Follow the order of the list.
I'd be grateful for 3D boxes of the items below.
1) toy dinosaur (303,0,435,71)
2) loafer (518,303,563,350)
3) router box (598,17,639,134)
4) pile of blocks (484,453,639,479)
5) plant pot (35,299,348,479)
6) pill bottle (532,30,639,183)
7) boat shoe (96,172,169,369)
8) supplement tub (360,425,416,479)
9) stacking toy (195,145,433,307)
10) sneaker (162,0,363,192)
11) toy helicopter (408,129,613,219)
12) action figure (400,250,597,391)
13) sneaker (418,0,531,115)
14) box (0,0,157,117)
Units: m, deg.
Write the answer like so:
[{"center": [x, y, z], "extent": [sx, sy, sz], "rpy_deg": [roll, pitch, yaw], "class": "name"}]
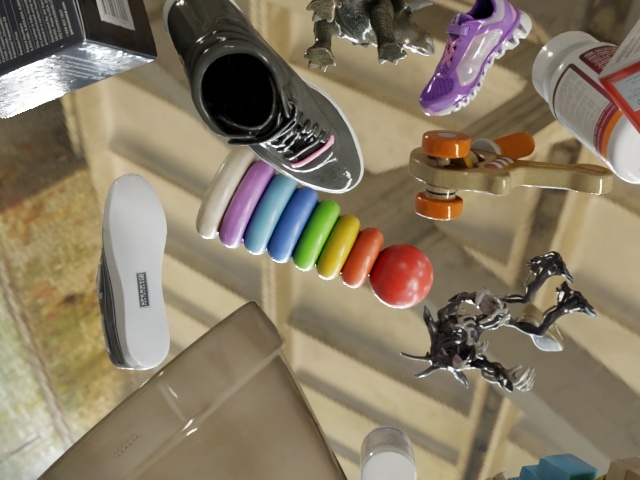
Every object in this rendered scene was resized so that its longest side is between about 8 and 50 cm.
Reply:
[{"center": [0.027, -0.273, 1.031], "extent": [0.313, 0.121, 0.160], "rpy_deg": [61, 20, -46], "class": "toy dinosaur"}, {"center": [0.438, 0.172, 2.035], "extent": [0.056, 0.050, 0.148], "rpy_deg": [-5, -33, 35], "class": "loafer"}, {"center": [0.424, -0.134, 0.916], "extent": [0.301, 0.335, 0.082], "rpy_deg": [48, -35, -12], "class": "router box"}, {"center": [0.179, 0.295, 1.026], "extent": [0.362, 0.112, 0.149], "rpy_deg": [-51, -132, 41], "class": "pile of blocks"}, {"center": [-0.105, 0.271, 1.146], "extent": [0.280, 0.323, 0.323], "rpy_deg": [49, -26, 4], "class": "plant pot"}, {"center": [0.360, -0.173, 1.293], "extent": [0.221, 0.121, 0.121], "rpy_deg": [-119, -166, -51], "class": "pill bottle"}, {"center": [-0.302, 0.050, 1.611], "extent": [0.102, 0.108, 0.301], "rpy_deg": [-10, -94, 44], "class": "boat shoe"}, {"center": [0.084, 0.281, 1.304], "extent": [0.071, 0.071, 0.107], "rpy_deg": [60, 6, -6], "class": "supplement tub"}, {"center": [0.000, 0.000, 1.440], "extent": [0.330, 0.141, 0.141], "rpy_deg": [27, -30, 2], "class": "stacking toy"}, {"center": [-0.045, -0.116, 1.039], "extent": [0.296, 0.104, 0.147], "rpy_deg": [46, 16, -36], "class": "sneaker"}, {"center": [0.332, -0.123, 1.830], "extent": [0.235, 0.355, 0.140], "rpy_deg": [-71, 166, -71], "class": "toy helicopter"}, {"center": [0.258, 0.130, 1.526], "extent": [0.164, 0.276, 0.141], "rpy_deg": [59, -2, -19], "class": "action figure"}, {"center": [0.230, -0.306, 1.662], "extent": [0.104, 0.236, 0.095], "rpy_deg": [45, -8, -39], "class": "sneaker"}, {"center": [-0.298, -0.209, 1.055], "extent": [0.153, 0.207, 0.108], "rpy_deg": [-9, 83, -73], "class": "box"}]
